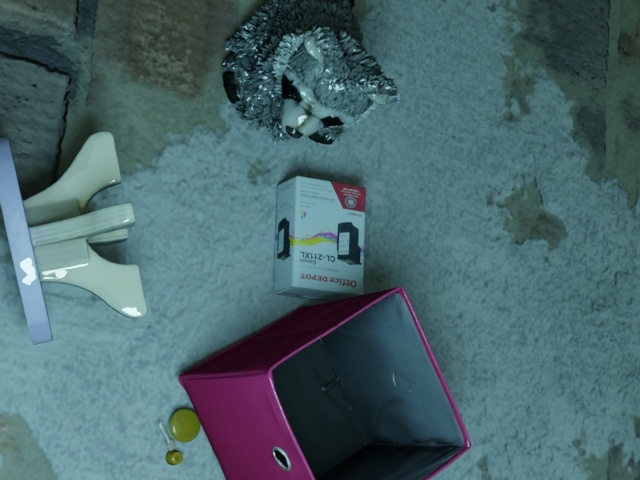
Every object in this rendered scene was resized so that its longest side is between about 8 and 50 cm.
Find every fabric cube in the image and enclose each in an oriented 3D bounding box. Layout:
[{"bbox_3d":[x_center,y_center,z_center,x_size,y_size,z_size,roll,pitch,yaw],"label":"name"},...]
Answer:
[{"bbox_3d":[0.002,0.240,1.579,0.259,0.258,0.254,-29,99,-34],"label":"fabric cube"}]

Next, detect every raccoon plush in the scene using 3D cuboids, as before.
[{"bbox_3d":[0.008,-0.343,1.692,0.216,0.299,0.447,14,73,-25],"label":"raccoon plush"}]

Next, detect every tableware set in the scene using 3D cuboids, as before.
[{"bbox_3d":[-0.160,0.278,1.640,0.154,0.024,0.104,-26,96,-31],"label":"tableware set"}]

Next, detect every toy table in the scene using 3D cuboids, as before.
[{"bbox_3d":[-0.332,-0.013,1.491,0.160,0.252,0.274,-11,98,-14],"label":"toy table"}]

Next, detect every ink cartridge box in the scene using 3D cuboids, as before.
[{"bbox_3d":[0.000,0.000,1.750,0.127,0.072,0.175,8,76,-27],"label":"ink cartridge box"}]
